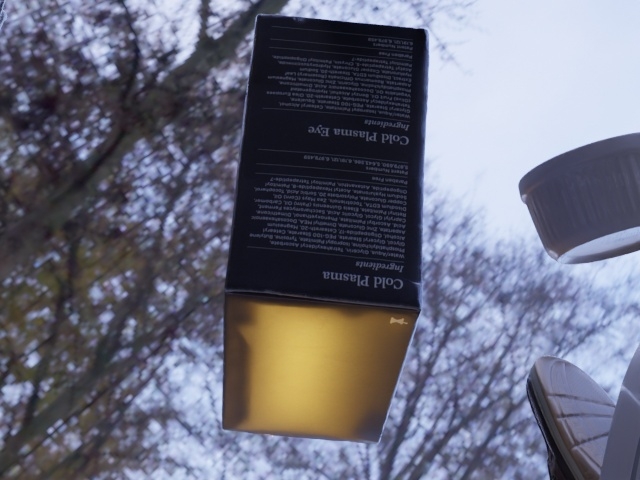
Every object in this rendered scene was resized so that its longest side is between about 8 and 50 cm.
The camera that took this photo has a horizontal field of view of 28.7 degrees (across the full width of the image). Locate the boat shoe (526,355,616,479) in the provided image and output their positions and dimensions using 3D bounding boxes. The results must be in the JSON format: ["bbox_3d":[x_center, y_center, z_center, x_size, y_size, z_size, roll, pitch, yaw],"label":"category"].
[{"bbox_3d":[0.256,0.239,1.166,0.092,0.102,0.285,-54,-133,35],"label":"boat shoe"}]

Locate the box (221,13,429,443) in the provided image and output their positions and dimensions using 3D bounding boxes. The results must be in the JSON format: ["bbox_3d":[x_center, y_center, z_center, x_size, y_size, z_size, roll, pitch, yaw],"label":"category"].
[{"bbox_3d":[0.000,0.000,1.287,0.179,0.313,0.343,4,-30,-2],"label":"box"}]

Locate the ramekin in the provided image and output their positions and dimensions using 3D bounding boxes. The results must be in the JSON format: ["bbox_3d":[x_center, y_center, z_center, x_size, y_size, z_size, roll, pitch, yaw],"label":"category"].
[{"bbox_3d":[0.356,-0.046,1.538,0.207,0.207,0.109,-25,-109,37],"label":"ramekin"}]

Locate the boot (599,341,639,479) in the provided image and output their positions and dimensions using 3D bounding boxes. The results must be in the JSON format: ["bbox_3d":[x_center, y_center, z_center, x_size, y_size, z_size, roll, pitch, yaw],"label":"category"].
[{"bbox_3d":[0.279,0.095,0.834,0.123,0.258,0.095,15,-23,29],"label":"boot"}]

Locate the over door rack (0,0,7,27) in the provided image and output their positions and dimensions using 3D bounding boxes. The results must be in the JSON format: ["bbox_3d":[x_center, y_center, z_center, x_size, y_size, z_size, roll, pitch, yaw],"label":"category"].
[{"bbox_3d":[-0.477,-0.452,1.591,0.239,0.108,0.324,17,-62,-12],"label":"over door rack"}]
